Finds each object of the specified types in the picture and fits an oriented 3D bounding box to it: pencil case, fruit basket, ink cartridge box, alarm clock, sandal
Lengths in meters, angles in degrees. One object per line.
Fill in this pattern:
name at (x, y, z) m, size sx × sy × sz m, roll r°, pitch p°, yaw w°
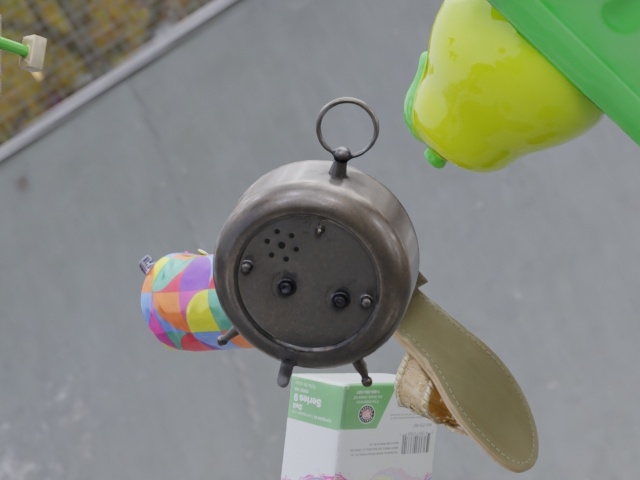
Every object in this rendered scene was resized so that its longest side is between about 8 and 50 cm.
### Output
pencil case at (-0.065, 0.048, 1.550) m, size 0.236 × 0.104 × 0.104 m, roll -3°, pitch 24°, yaw 44°
fruit basket at (0.233, -0.209, 1.434) m, size 0.392 × 0.392 × 0.283 m, roll -27°, pitch 24°, yaw 56°
ink cartridge box at (0.040, 0.253, 1.806) m, size 0.154 × 0.212 × 0.093 m, roll 3°, pitch 2°, yaw -45°
alarm clock at (0.000, 0.000, 1.069) m, size 0.064 × 0.129 × 0.192 m, roll -60°, pitch -16°, yaw -69°
sandal at (0.091, 0.111, 1.459) m, size 0.079 × 0.240 × 0.088 m, roll -38°, pitch 0°, yaw 43°

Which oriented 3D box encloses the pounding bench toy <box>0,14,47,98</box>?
pounding bench toy at (-0.203, -0.111, 0.938) m, size 0.083 × 0.052 × 0.065 m, roll -4°, pitch -12°, yaw 15°
